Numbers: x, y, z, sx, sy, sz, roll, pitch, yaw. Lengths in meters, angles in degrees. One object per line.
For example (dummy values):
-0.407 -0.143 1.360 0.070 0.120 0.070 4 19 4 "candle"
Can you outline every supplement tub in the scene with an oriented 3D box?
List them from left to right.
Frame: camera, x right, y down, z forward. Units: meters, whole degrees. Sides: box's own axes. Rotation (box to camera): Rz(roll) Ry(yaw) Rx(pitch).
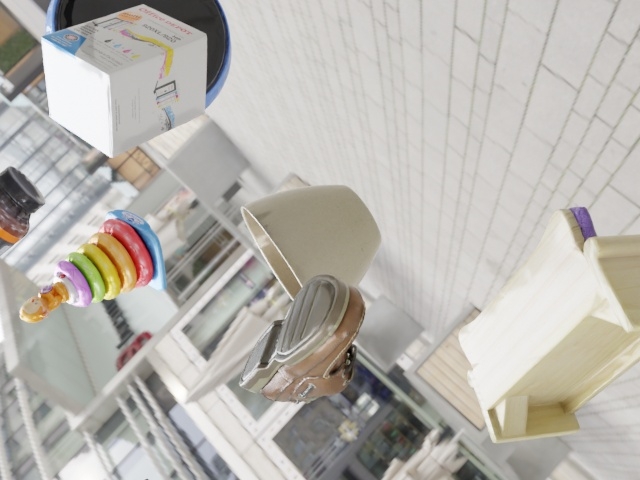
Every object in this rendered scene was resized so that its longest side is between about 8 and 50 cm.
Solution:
-0.480 -0.016 0.961 0.106 0.198 0.106 50 178 3 "supplement tub"

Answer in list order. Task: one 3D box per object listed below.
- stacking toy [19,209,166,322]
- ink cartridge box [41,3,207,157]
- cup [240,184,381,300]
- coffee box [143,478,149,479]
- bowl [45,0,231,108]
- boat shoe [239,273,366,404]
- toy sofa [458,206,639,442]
-0.479 0.075 1.428 0.175 0.302 0.165 25 132 32 "stacking toy"
-0.344 -0.294 1.258 0.171 0.233 0.168 31 134 21 "ink cartridge box"
0.000 0.000 1.632 0.331 0.237 0.331 54 170 15 "cup"
-0.363 0.646 1.456 0.141 0.098 0.246 54 -171 -31 "coffee box"
-0.376 -0.431 1.485 0.391 0.391 0.077 44 161 -11 "bowl"
-0.002 0.131 0.863 0.104 0.110 0.307 27 152 -10 "boat shoe"
0.334 0.117 0.924 0.362 0.150 0.177 112 151 -50 "toy sofa"
